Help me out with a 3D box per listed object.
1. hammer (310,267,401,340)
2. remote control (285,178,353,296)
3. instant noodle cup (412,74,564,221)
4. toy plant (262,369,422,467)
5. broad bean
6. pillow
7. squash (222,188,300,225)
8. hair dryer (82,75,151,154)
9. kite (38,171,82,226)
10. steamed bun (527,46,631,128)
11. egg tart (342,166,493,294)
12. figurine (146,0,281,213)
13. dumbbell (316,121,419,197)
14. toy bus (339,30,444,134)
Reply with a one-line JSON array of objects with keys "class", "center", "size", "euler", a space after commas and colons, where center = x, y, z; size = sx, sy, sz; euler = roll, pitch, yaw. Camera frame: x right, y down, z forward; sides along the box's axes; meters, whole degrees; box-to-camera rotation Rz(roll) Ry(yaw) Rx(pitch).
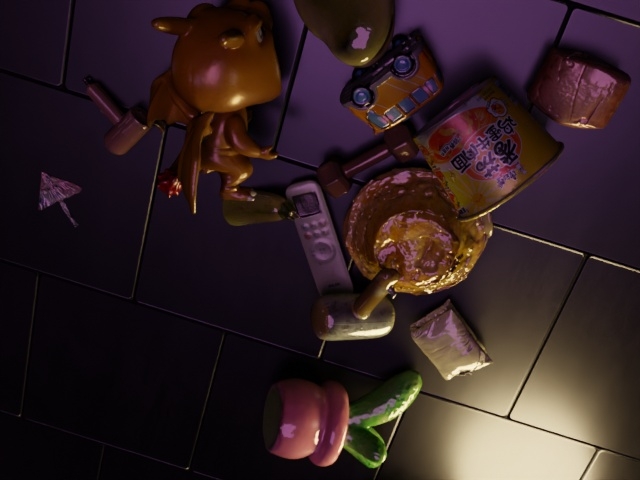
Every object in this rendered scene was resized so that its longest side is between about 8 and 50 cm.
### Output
[{"class": "hammer", "center": [0.108, 0.135, 1.790], "size": [0.202, 0.113, 0.305], "euler": [-3, 155, -23]}, {"class": "remote control", "center": [0.001, 0.000, 1.866], "size": [0.090, 0.038, 0.309], "euler": [-12, 113, 14]}, {"class": "instant noodle cup", "center": [0.324, -0.191, 1.610], "size": [0.264, 0.264, 0.200], "euler": [-36, 98, 23]}, {"class": "toy plant", "center": [0.047, 0.440, 1.986], "size": [0.356, 0.210, 0.317], "euler": [14, 116, -12]}, {"class": "broad bean", "center": [0.047, -0.466, 1.551], "size": [0.189, 0.121, 0.263], "euler": [-29, 97, 24]}, {"class": "pillow", "center": [0.308, 0.243, 1.914], "size": [0.134, 0.078, 0.181], "euler": [-31, 106, 21]}, {"class": "squash", "center": [-0.124, -0.074, 1.831], "size": [0.200, 0.075, 0.090], "euler": [3, 99, 31]}, {"class": "hair dryer", "center": [-0.472, -0.291, 1.791], "size": [0.117, 0.064, 0.181], "euler": [-36, 97, 26]}, {"class": "kite", "center": [-0.631, -0.100, 1.933], "size": [0.139, 0.011, 0.156], "euler": [-20, 111, 20]}, {"class": "steamed bun", "center": [0.516, -0.304, 1.604], "size": [0.175, 0.106, 0.145], "euler": [26, 123, 11]}, {"class": "egg tart", "center": [0.210, -0.006, 1.783], "size": [0.341, 0.129, 0.341], "euler": [3, 114, 7]}, {"class": "figurine", "center": [-0.210, -0.268, 1.605], "size": [0.268, 0.401, 0.387], "euler": [1, 123, -13]}, {"class": "dumbbell", "center": [0.104, -0.176, 1.732], "size": [0.231, 0.082, 0.092], "euler": [-28, 74, 20]}, {"class": "toy bus", "center": [0.152, -0.316, 1.642], "size": [0.209, 0.126, 0.136], "euler": [-34, 115, 22]}]
